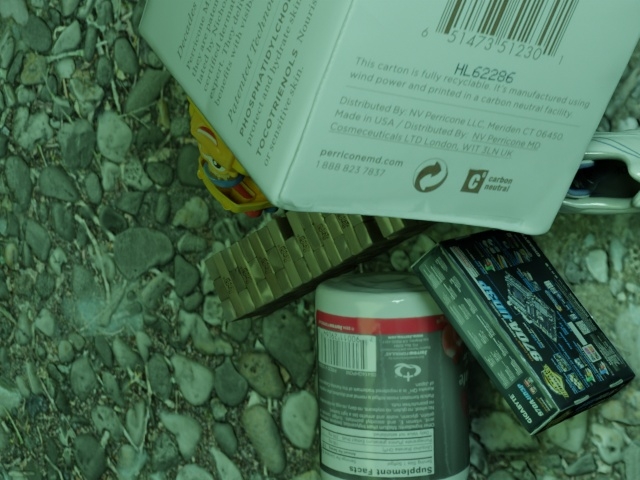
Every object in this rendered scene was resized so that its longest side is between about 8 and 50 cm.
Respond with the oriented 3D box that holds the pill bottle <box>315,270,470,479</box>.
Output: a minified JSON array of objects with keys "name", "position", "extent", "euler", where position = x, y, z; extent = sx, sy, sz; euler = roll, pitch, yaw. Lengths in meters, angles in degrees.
[{"name":"pill bottle","position":[0.084,0.203,1.626],"extent":[0.176,0.176,0.318],"euler":[5,100,37]}]

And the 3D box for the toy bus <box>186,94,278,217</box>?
[{"name":"toy bus","position":[-0.075,-0.103,1.682],"extent":[0.149,0.220,0.211],"euler":[51,130,24]}]

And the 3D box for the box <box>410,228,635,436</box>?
[{"name":"box","position":[0.219,0.088,1.504],"extent":[0.051,0.175,0.220],"euler":[-47,70,33]}]

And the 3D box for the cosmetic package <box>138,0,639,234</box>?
[{"name":"cosmetic package","position":[0.067,-0.248,1.400],"extent":[0.393,0.329,0.327],"euler":[51,128,49]}]

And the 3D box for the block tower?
[{"name":"block tower","position":[0.000,0.000,1.713],"extent":[0.335,0.097,0.091],"euler":[-31,77,38]}]

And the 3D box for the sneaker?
[{"name":"sneaker","position":[0.250,-0.077,1.484],"extent":[0.297,0.129,0.111],"euler":[0,99,39]}]
